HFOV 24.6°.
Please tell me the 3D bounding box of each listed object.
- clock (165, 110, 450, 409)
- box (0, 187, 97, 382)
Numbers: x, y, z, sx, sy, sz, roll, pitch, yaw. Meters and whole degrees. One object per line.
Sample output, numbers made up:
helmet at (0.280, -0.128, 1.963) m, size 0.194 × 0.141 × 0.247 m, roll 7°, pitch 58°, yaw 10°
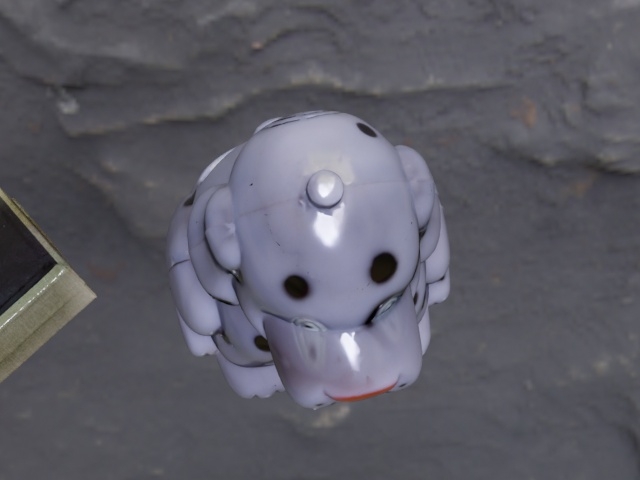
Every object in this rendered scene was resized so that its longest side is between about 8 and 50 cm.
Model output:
clock at (0.001, 0.003, 0.835) m, size 0.188 × 0.189 × 0.254 m, roll 1°, pitch 177°, yaw -6°
box at (-0.167, 0.023, 0.732) m, size 0.079 × 0.083 × 0.035 m, roll -43°, pitch 145°, yaw -6°
